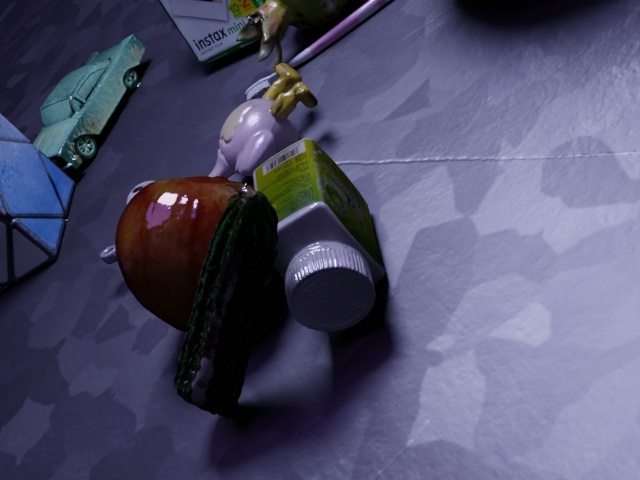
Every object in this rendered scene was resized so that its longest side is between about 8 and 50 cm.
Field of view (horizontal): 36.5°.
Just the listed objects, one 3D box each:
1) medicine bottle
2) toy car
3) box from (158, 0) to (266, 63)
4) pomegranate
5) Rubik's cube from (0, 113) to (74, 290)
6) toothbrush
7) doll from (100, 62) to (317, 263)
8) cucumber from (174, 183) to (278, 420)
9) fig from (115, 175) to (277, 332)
[{"bbox_3d":[0.000,0.000,1.015,0.088,0.132,0.188,-31,37,16],"label":"medicine bottle"},{"bbox_3d":[-0.435,-0.245,1.763,0.141,0.097,0.321,-11,44,39],"label":"toy car"},{"bbox_3d":[-0.179,-0.427,1.572,0.180,0.250,0.103,-19,25,35],"label":"box"},{"bbox_3d":[-0.030,-0.361,1.448,0.156,0.156,0.220,6,76,49],"label":"pomegranate"},{"bbox_3d":[-0.552,-0.052,1.574,0.207,0.205,0.205,-31,35,20],"label":"Rubik's cube"},{"bbox_3d":[0.003,-0.292,1.438,0.286,0.020,0.025,-35,43,13],"label":"toothbrush"},{"bbox_3d":[-0.153,-0.084,1.302,0.365,0.094,0.160,-38,31,5],"label":"doll"},{"bbox_3d":[-0.088,0.064,0.957,0.077,0.077,0.265,-122,44,-56],"label":"cucumber"},{"bbox_3d":[-0.136,0.020,1.104,0.205,0.205,0.205,-27,37,22],"label":"fig"}]
